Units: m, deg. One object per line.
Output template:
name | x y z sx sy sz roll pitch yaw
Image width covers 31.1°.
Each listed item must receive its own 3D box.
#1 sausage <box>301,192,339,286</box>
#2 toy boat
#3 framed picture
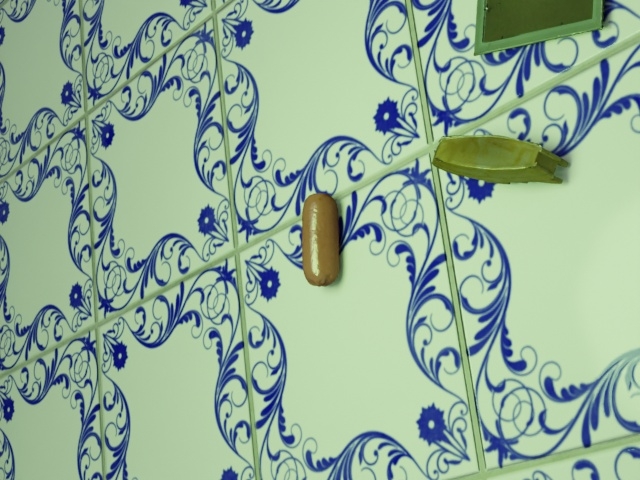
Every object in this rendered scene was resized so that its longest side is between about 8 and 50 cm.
sausage | 0.000 0.000 1.878 0.062 0.062 0.154 -15 70 47
toy boat | 0.246 -0.107 1.604 0.206 0.072 0.064 12 75 40
framed picture | 0.315 -0.419 1.630 0.231 0.018 0.293 -2 80 49
